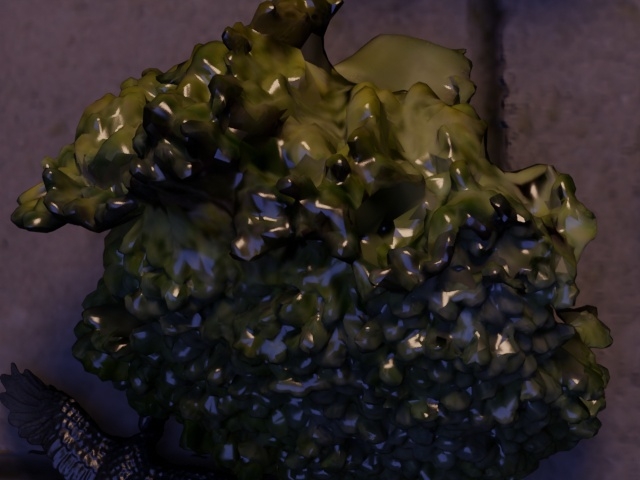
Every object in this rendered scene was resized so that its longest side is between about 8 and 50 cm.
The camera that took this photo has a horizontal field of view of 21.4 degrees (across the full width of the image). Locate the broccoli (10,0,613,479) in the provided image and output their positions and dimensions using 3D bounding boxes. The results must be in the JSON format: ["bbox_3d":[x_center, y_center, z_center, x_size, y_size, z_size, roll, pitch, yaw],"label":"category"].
[{"bbox_3d":[-0.004,0.021,0.958,0.324,0.334,0.272,-11,56,-6],"label":"broccoli"}]

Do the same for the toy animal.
[{"bbox_3d":[-0.124,0.152,1.085,0.220,0.062,0.108,29,109,15],"label":"toy animal"}]
